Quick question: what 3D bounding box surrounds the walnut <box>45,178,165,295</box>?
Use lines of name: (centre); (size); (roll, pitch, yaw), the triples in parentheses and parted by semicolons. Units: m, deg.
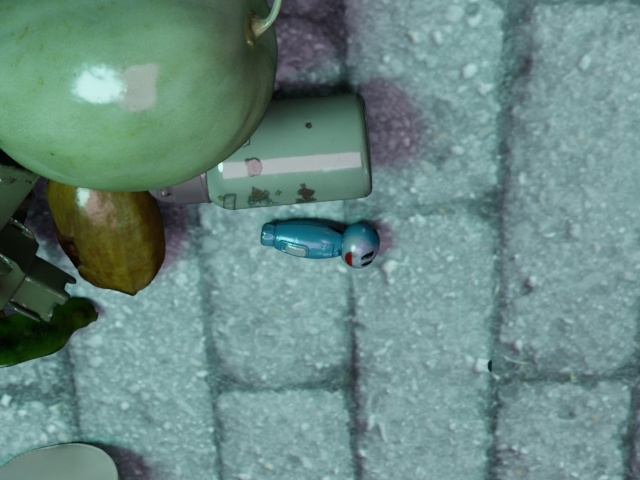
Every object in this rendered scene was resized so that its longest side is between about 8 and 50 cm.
walnut: (-0.224, -0.016, 1.726); (0.116, 0.115, 0.207); (-10, 133, 7)

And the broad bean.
broad bean: (-0.390, 0.069, 1.774); (0.292, 0.144, 0.049); (28, 157, -18)

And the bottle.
bottle: (-0.066, -0.087, 1.668); (0.233, 0.110, 0.110); (-5, 126, 5)

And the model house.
model house: (-0.352, -0.014, 1.655); (0.243, 0.211, 0.204); (32, 122, -15)

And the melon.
melon: (-0.182, -0.173, 1.518); (0.308, 0.272, 0.271); (16, 129, 23)

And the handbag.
handbag: (-0.315, 0.348, 1.948); (0.205, 0.179, 0.116); (-16, 131, 12)

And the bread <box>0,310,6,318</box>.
bread: (-0.467, 0.076, 1.804); (0.239, 0.092, 0.074); (26, 157, -19)

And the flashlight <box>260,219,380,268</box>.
flashlight: (0.000, 0.000, 1.772); (0.129, 0.051, 0.051); (8, 126, 1)
